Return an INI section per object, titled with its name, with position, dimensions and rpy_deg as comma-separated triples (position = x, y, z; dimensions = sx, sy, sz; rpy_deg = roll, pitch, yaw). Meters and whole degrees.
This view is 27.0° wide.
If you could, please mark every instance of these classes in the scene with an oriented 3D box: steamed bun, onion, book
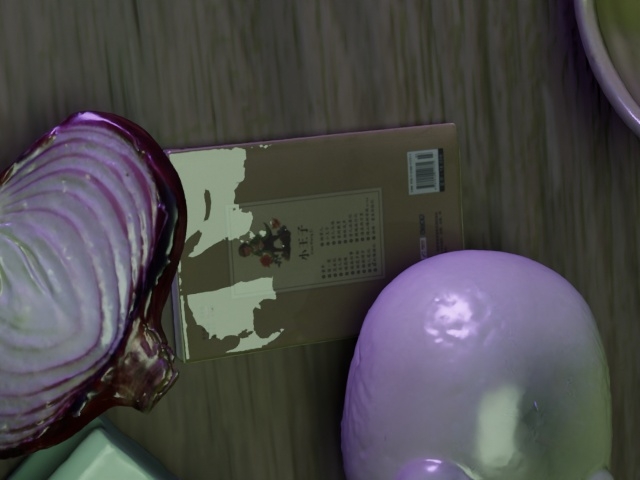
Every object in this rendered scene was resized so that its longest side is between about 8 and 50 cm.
[steamed bun]
position = 0.106, 0.120, 0.833
dimensions = 0.177, 0.131, 0.228
rpy_deg = 9, 88, -19
[onion]
position = -0.138, 0.034, 0.775
dimensions = 0.151, 0.098, 0.206
rpy_deg = 36, 93, 4
[book]
position = 0.000, 0.000, 0.863
dimensions = 0.199, 0.016, 0.138
rpy_deg = -6, 101, -18

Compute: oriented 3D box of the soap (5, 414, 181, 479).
[soap]
position = -0.173, 0.250, 0.809
dimensions = 0.265, 0.087, 0.160
rpy_deg = -47, 110, -6

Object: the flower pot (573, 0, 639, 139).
[flower pot]
position = 0.334, -0.181, 0.815
dimensions = 0.244, 0.307, 0.307
rpy_deg = -9, 103, -34
